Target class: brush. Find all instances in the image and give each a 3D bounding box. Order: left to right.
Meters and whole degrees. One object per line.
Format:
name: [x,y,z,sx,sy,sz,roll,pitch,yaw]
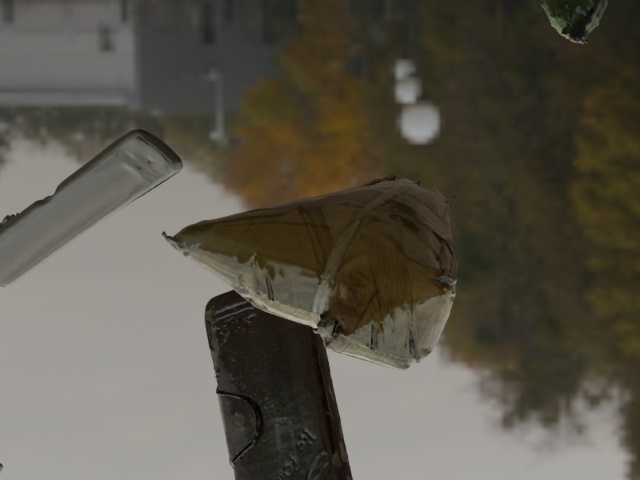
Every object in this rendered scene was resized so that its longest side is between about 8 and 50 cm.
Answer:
brush: [-0.132,-0.020,1.016,0.034,0.027,0.190,38,141,-19]

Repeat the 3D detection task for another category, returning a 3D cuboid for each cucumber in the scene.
cucumber: [0.197,-0.245,1.484,0.069,0.227,0.069,2,150,1]

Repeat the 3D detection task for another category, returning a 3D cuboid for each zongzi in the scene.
zongzi: [0.000,0.000,1.313,0.197,0.099,0.194,19,-159,1]

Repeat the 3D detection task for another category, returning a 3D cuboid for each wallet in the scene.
wallet: [-0.037,0.149,1.616,0.122,0.232,0.031,-21,165,33]

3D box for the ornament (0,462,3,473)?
ornament: [-0.273,0.165,1.379,0.081,0.156,0.075,-15,-133,-15]
